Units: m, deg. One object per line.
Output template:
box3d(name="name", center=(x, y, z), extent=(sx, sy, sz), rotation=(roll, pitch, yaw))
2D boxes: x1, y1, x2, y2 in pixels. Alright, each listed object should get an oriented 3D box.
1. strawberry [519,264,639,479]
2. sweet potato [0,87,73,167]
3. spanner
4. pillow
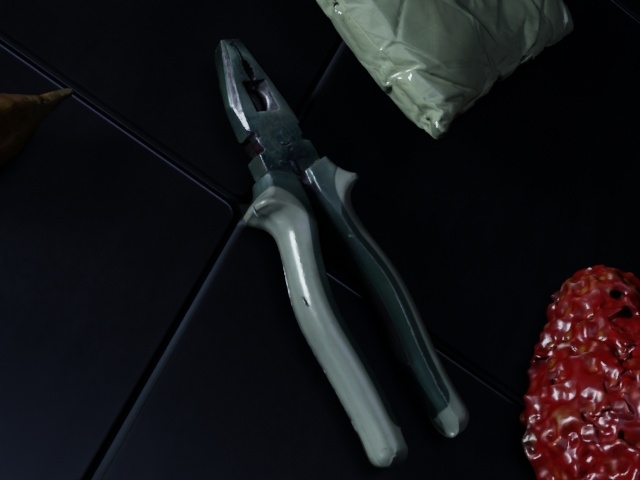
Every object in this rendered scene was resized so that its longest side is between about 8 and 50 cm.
box3d(name="strawberry", center=(0.248, 0.112, 0.823), extent=(0.190, 0.111, 0.236), rotation=(12, 58, -24))
box3d(name="sweet potato", center=(-0.198, -0.069, 0.680), extent=(0.117, 0.049, 0.049), rotation=(-36, 87, -37))
box3d(name="spanner", center=(0.000, 0.000, 0.774), extent=(0.096, 0.040, 0.324), rotation=(-17, 75, -38))
box3d(name="pillow", center=(0.074, -0.239, 0.936), extent=(0.274, 0.076, 0.281), rotation=(51, 44, -1))
